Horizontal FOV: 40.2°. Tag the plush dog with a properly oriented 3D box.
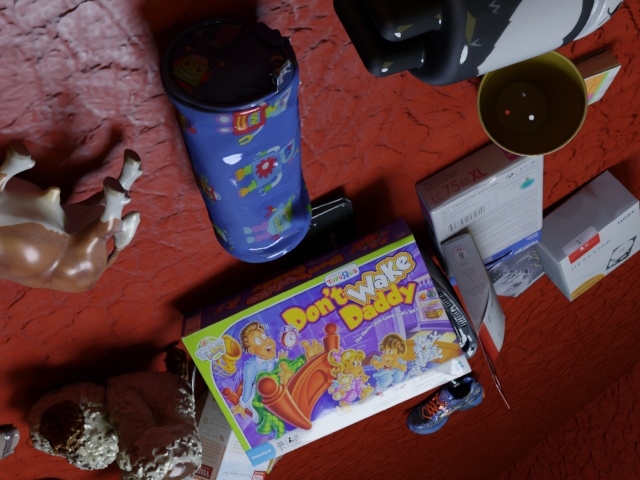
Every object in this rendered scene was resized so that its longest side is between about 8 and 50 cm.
[{"bbox_3d":[-0.299,0.255,1.244,0.225,0.211,0.262,2,160,-18],"label":"plush dog"}]

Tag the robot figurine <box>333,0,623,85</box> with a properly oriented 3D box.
[{"bbox_3d":[0.156,-0.243,0.811,0.278,0.209,0.174,-21,112,-17],"label":"robot figurine"}]

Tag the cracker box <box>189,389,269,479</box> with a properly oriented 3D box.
[{"bbox_3d":[-0.121,0.275,1.398,0.155,0.067,0.232,38,66,-61],"label":"cracker box"}]

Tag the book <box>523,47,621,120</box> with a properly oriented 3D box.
[{"bbox_3d":[0.338,-0.202,1.223,0.144,0.035,0.096,-24,156,-12],"label":"book"}]

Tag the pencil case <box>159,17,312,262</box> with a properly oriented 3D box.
[{"bbox_3d":[-0.073,-0.098,0.899,0.133,0.119,0.306,-35,155,-15],"label":"pencil case"}]

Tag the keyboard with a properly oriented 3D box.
[{"bbox_3d":[0.000,0.000,1.241,0.108,0.023,0.180,-25,152,-4],"label":"keyboard"}]

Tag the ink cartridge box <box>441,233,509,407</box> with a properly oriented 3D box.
[{"bbox_3d":[0.264,0.127,1.359,0.066,0.232,0.189,-26,153,8],"label":"ink cartridge box"}]

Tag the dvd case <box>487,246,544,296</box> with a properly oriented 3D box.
[{"bbox_3d":[0.397,0.053,1.731,0.164,0.018,0.221,-45,150,26],"label":"dvd case"}]

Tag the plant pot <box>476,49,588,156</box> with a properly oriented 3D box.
[{"bbox_3d":[0.262,-0.173,1.114,0.134,0.134,0.095,-33,-179,6],"label":"plant pot"}]

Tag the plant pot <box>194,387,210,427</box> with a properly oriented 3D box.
[{"bbox_3d":[-0.176,0.324,1.543,0.096,0.109,0.109,-32,156,31],"label":"plant pot"}]

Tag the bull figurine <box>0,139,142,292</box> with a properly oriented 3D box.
[{"bbox_3d":[-0.304,-0.027,0.809,0.188,0.101,0.310,-43,150,21],"label":"bull figurine"}]

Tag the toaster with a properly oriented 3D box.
[{"bbox_3d":[0.158,0.111,1.384,0.129,0.146,0.227,-34,114,14],"label":"toaster"}]

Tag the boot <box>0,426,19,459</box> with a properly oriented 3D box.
[{"bbox_3d":[-0.476,0.288,1.252,0.087,0.042,0.118,-17,152,-37],"label":"boot"}]

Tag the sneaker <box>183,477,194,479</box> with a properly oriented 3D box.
[{"bbox_3d":[-0.262,0.449,1.622,0.118,0.110,0.292,-30,175,25],"label":"sneaker"}]

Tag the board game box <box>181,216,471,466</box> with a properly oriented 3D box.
[{"bbox_3d":[0.009,0.147,1.250,0.347,0.078,0.233,-25,110,3],"label":"board game box"}]

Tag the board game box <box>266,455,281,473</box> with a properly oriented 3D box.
[{"bbox_3d":[-0.022,0.301,1.602,0.259,0.039,0.124,-50,168,-36],"label":"board game box"}]

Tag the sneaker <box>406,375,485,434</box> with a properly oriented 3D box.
[{"bbox_3d":[0.308,0.405,2.197,0.221,0.083,0.087,-32,140,-9],"label":"sneaker"}]

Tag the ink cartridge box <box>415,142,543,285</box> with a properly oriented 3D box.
[{"bbox_3d":[0.260,-0.041,1.386,0.185,0.065,0.311,-28,150,0],"label":"ink cartridge box"}]

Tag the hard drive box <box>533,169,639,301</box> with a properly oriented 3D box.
[{"bbox_3d":[0.500,-0.003,1.636,0.181,0.089,0.232,-39,150,4],"label":"hard drive box"}]
